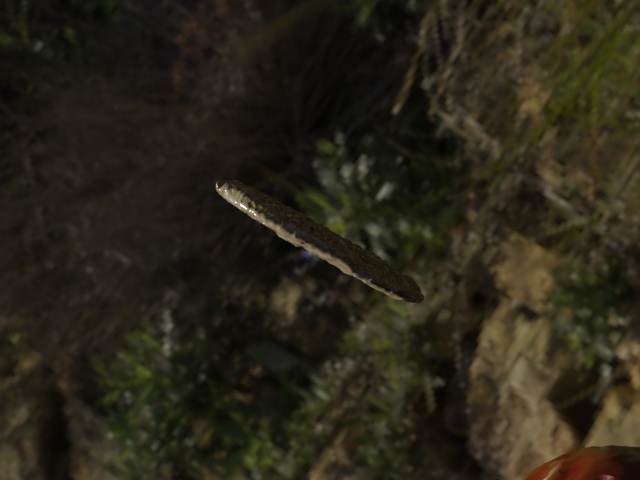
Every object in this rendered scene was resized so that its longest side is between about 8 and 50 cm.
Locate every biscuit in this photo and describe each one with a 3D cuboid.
[{"bbox_3d":[0.000,0.000,0.767,0.120,0.015,0.120,29,-178,-1],"label":"biscuit"}]

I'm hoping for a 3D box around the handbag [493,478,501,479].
[{"bbox_3d":[0.153,0.290,0.803,0.285,0.257,0.113,26,155,19],"label":"handbag"}]

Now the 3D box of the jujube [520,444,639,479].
[{"bbox_3d":[0.080,0.190,0.482,0.190,0.255,0.190,16,158,7],"label":"jujube"}]
